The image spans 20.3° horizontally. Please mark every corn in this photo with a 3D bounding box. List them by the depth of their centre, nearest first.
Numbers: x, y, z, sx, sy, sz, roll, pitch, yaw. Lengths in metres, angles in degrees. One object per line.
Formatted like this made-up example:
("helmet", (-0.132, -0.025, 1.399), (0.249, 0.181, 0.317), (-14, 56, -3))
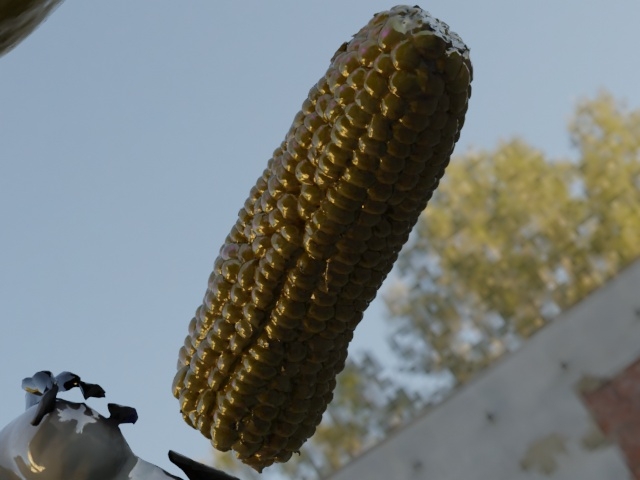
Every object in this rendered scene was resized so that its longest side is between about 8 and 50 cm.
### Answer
("corn", (0.000, 0.000, 0.995), (0.101, 0.101, 0.291), (-5, -49, -46))

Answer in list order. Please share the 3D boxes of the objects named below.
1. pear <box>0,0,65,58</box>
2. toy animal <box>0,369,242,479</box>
("pear", (-0.208, -0.210, 0.722), (0.314, 0.314, 0.314), (-27, -25, -14))
("toy animal", (-0.135, 0.221, 0.715), (0.183, 0.247, 0.310), (45, -116, -29))
